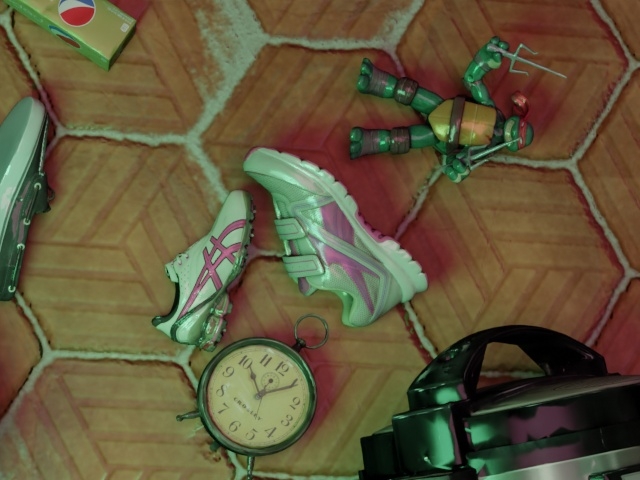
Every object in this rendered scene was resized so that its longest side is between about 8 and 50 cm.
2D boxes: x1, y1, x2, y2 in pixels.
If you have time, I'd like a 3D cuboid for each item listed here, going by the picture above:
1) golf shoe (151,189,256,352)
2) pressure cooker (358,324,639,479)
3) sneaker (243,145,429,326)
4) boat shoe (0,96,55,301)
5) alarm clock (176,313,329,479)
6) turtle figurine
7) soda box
[{"bbox_3d":[-0.126,0.025,1.975,0.086,0.067,0.186,19,79,-6],"label":"golf shoe"},{"bbox_3d":[0.225,0.295,1.839,0.375,0.370,0.420,-10,83,-6],"label":"pressure cooker"},{"bbox_3d":[0.000,0.000,1.976,0.252,0.103,0.111,44,81,-6],"label":"sneaker"},{"bbox_3d":[-0.331,-0.041,1.954,0.076,0.080,0.228,23,75,-34],"label":"boat shoe"},{"bbox_3d":[-0.059,0.159,1.969,0.129,0.064,0.192,41,81,-1],"label":"alarm clock"},{"bbox_3d":[0.156,-0.135,2.018,0.234,0.118,0.175,6,66,8],"label":"turtle figurine"},{"bbox_3d":[-0.296,-0.267,1.994,0.181,0.061,0.058,33,79,-3],"label":"soda box"}]
